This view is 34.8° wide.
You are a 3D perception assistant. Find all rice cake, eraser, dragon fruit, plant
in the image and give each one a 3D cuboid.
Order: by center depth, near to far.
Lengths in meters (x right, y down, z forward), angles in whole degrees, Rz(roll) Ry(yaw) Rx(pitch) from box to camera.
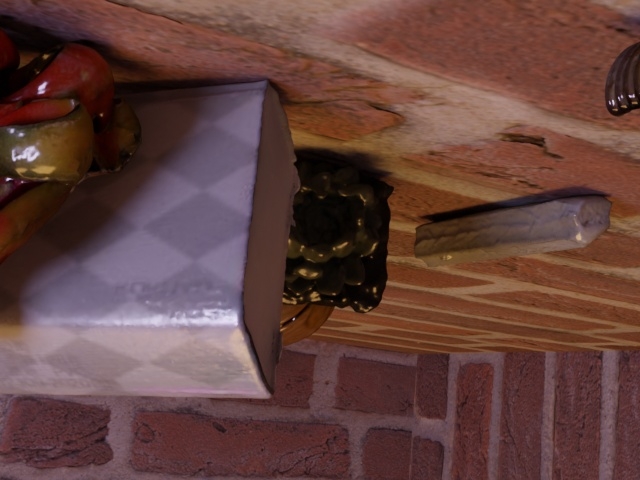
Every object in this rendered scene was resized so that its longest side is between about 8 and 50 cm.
[{"bbox_3d":[-0.286,-0.044,0.632,0.243,0.307,0.227,40,173,-9],"label":"dragon fruit"},{"bbox_3d":[-0.218,0.005,0.768,0.396,0.213,0.082,-1,160,19],"label":"eraser"},{"bbox_3d":[0.000,0.000,0.952,0.129,0.132,0.194,3,175,-4],"label":"plant"},{"bbox_3d":[0.186,-0.009,1.043,0.057,0.052,0.256,-23,-173,-33],"label":"rice cake"}]

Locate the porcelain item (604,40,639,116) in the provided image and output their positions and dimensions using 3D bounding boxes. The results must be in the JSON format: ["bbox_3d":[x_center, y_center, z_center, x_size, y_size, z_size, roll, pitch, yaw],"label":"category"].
[{"bbox_3d":[0.251,-0.078,0.605,0.213,0.054,0.084,10,166,-32],"label":"porcelain item"}]

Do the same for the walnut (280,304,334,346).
[{"bbox_3d":[-0.071,0.042,1.145,0.207,0.167,0.167,-6,165,39],"label":"walnut"}]
